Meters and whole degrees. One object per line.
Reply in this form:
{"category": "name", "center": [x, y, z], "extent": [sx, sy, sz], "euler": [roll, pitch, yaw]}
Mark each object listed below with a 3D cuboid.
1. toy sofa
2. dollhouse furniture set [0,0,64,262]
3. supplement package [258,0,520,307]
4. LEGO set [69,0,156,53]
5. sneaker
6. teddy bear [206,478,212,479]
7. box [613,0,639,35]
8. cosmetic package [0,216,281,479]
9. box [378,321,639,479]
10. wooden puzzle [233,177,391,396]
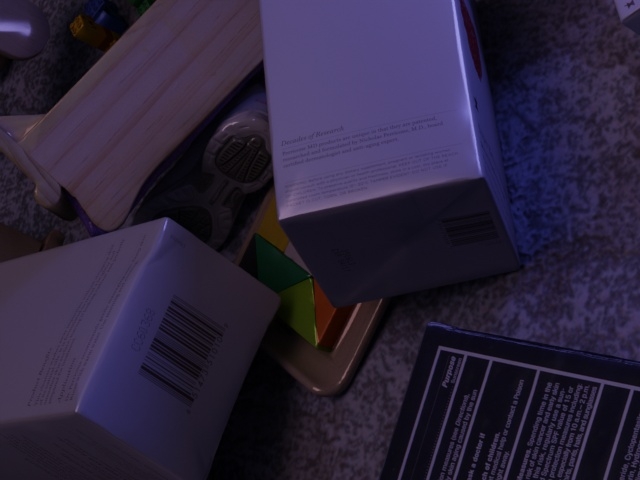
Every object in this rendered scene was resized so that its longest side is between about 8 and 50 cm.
{"category": "toy sofa", "center": [-0.159, -0.172, 1.737], "extent": [0.362, 0.177, 0.150], "euler": [-47, -2, -4]}
{"category": "dollhouse furniture set", "center": [-0.381, -0.149, 1.956], "extent": [0.362, 0.256, 0.394], "euler": [-34, 34, 60]}
{"category": "supplement package", "center": [0.057, -0.121, 1.498], "extent": [0.175, 0.177, 0.293], "euler": [-13, 61, 11]}
{"category": "LEGO set", "center": [-0.237, -0.258, 1.962], "extent": [0.087, 0.093, 0.227], "euler": [-49, 45, 19]}
{"category": "sneaker", "center": [-0.108, -0.071, 1.770], "extent": [0.232, 0.090, 0.115], "euler": [-41, 24, 34]}
{"category": "teddy bear", "center": [-0.154, 0.354, 1.595], "extent": [0.245, 0.113, 0.338], "euler": [-20, 59, 42]}
{"category": "box", "center": [0.293, -0.225, 1.406], "extent": [0.102, 0.087, 0.101], "euler": [-34, 51, 32]}
{"category": "cosmetic package", "center": [-0.239, 0.127, 1.685], "extent": [0.385, 0.156, 0.217], "euler": [-12, 48, 52]}
{"category": "box", "center": [0.190, 0.237, 1.237], "extent": [0.294, 0.182, 0.296], "euler": [10, 78, 46]}
{"category": "wooden puzzle", "center": [0.000, 0.000, 1.641], "extent": [0.221, 0.044, 0.239], "euler": [37, 100, 48]}
